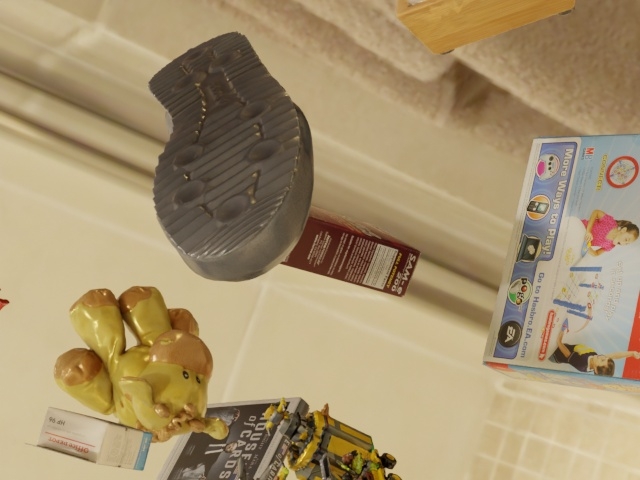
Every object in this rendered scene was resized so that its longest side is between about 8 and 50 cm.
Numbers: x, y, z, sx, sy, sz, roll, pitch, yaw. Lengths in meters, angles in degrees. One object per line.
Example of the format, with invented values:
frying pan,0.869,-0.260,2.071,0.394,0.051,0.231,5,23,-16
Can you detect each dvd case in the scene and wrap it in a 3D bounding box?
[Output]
dvd case,-0.140,0.316,1.614,0.239,0.029,0.179,-13,38,43

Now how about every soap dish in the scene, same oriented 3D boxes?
soap dish,0.221,-0.369,1.445,0.229,0.118,0.290,-17,31,17

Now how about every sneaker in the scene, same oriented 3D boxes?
sneaker,-0.045,-0.041,0.766,0.112,0.131,0.319,-26,29,6

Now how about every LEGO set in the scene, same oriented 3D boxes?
LEGO set,-0.093,0.290,1.016,0.331,0.192,0.255,-56,15,22

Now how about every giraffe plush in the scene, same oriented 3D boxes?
giraffe plush,-0.186,0.156,1.217,0.170,0.181,0.210,-4,87,58

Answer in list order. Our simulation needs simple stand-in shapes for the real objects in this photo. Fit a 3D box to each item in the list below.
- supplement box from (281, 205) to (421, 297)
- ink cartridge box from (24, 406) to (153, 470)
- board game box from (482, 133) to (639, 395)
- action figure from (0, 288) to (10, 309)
supplement box,0.000,0.000,1.466,0.130,0.239,0.073,33,104,57
ink cartridge box,-0.153,0.132,0.728,0.048,0.083,0.028,10,78,20
board game box,0.370,0.027,1.296,0.302,0.086,0.308,3,72,43
action figure,-0.401,0.099,1.227,0.115,0.030,0.038,-47,68,8
